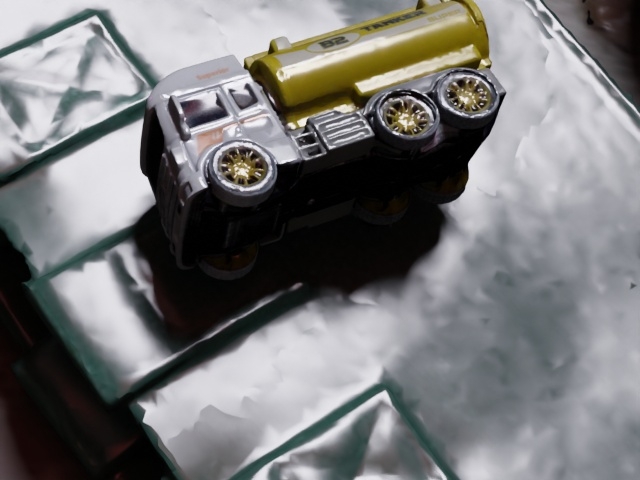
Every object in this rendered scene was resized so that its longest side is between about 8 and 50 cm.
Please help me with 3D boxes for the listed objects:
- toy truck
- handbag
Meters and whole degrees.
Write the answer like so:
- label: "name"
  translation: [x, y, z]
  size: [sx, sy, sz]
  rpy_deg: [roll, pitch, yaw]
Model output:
- label: "toy truck"
  translation: [0.002, -0.038, 0.520]
  size: [0.123, 0.052, 0.063]
  rpy_deg: [-19, 63, -21]
- label: "handbag"
  translation: [0.001, 0.000, 0.578]
  size: [0.238, 0.089, 0.326]
  rpy_deg: [-28, 71, -27]
